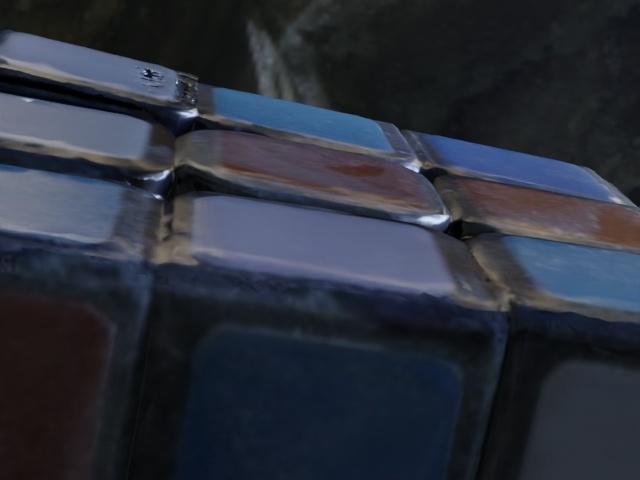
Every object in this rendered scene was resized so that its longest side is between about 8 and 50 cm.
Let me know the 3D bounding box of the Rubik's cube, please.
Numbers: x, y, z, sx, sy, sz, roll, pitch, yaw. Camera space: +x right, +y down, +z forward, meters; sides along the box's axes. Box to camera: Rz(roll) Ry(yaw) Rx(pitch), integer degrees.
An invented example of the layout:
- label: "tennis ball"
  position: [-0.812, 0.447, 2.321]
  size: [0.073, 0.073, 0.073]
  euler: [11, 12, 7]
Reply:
- label: "Rubik's cube"
  position: [-0.035, 0.134, 0.681]
  size: [0.359, 0.363, 0.362]
  euler: [-102, -155, -77]
